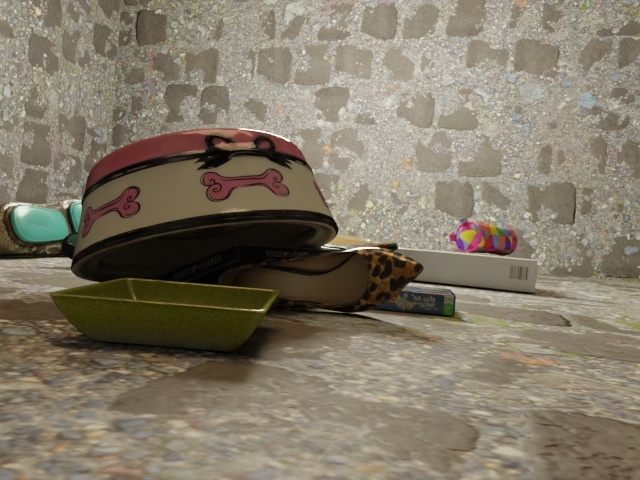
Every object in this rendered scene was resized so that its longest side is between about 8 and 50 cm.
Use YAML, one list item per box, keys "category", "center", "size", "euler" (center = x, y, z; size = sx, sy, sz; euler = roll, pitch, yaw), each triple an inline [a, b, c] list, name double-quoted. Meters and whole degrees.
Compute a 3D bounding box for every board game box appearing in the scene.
- category: "board game box"
  center: [0.123, 0.095, 0.965]
  size: [0.202, 0.035, 0.136]
  euler: [5, 0, 8]

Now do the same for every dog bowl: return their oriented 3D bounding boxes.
- category: "dog bowl"
  center: [-0.184, -0.045, 0.902]
  size: [0.409, 0.150, 0.408]
  euler: [-10, -11, -2]

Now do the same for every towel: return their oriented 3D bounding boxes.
- category: "towel"
  center: [0.000, 0.000, 1.633]
  size: [0.371, 0.040, 0.272]
  euler: [9, 10, 36]

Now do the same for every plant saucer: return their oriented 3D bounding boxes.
- category: "plant saucer"
  center: [-0.142, 0.073, 0.574]
  size: [0.188, 0.045, 0.188]
  euler: [5, 0, 1]

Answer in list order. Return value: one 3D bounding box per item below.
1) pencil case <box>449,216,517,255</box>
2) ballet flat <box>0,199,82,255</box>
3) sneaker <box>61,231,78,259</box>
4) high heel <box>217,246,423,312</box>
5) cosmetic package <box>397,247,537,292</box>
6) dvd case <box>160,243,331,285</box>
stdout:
- category: "pencil case"
  center: [0.495, -0.005, 1.698]
  size: [0.237, 0.104, 0.105]
  euler: [7, -1, -42]
- category: "ballet flat"
  center: [-0.713, -0.024, 1.516]
  size: [0.182, 0.163, 0.483]
  euler: [-16, -4, 17]
- category: "sneaker"
  center: [-0.461, 0.037, 1.273]
  size: [0.224, 0.083, 0.098]
  euler: [9, -21, -17]
- category: "high heel"
  center: [-0.006, 0.054, 0.787]
  size: [0.261, 0.093, 0.186]
  euler: [-12, -13, 35]
- category: "cosmetic package"
  center: [0.437, 0.082, 1.673]
  size: [0.378, 0.097, 0.284]
  euler: [5, 2, 21]
- category: "dvd case"
  center: [-0.118, 0.048, 0.957]
  size: [0.179, 0.029, 0.239]
  euler: [-21, -14, 33]
